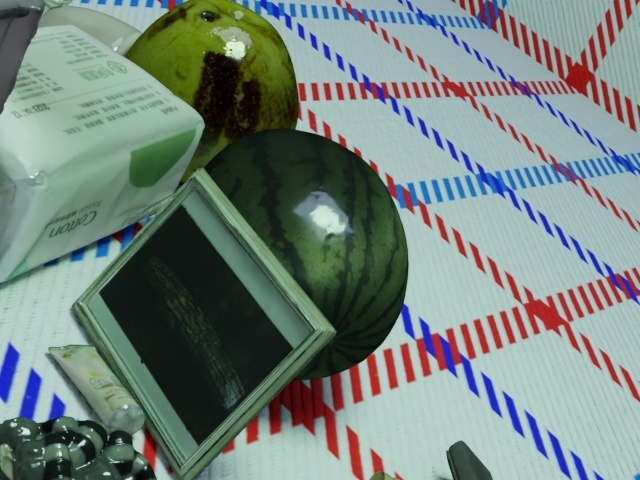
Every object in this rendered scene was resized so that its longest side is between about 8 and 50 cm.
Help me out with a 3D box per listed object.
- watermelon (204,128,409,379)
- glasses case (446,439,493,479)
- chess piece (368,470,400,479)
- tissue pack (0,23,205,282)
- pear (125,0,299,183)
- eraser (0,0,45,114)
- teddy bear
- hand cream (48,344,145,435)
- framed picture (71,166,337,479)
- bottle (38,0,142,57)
[{"bbox_3d":[-0.037,0.008,1.462,0.279,0.278,0.359,18,26,-21],"label":"watermelon"},{"bbox_3d":[0.187,0.316,1.374,0.072,0.042,0.190,59,9,-32],"label":"glasses case"},{"bbox_3d":[0.103,0.307,1.313,0.122,0.066,0.066,30,25,-11],"label":"chess piece"},{"bbox_3d":[-0.354,-0.118,1.477,0.266,0.193,0.356,36,28,14],"label":"tissue pack"},{"bbox_3d":[-0.159,-0.215,1.770,0.284,0.283,0.283,23,26,-12],"label":"pear"},{"bbox_3d":[-0.435,-0.091,1.155,0.122,0.359,0.272,36,27,12],"label":"eraser"},{"bbox_3d":[-0.171,0.263,1.026,0.171,0.144,0.251,13,30,-54],"label":"teddy bear"},{"bbox_3d":[-0.233,0.154,1.283,0.061,0.039,0.143,-1,34,-43],"label":"hand cream"},{"bbox_3d":[-0.139,0.083,1.295,0.293,0.231,0.018,49,9,36],"label":"framed picture"},{"bbox_3d":[-0.397,-0.299,1.829,0.237,0.147,0.147,28,25,9],"label":"bottle"}]
